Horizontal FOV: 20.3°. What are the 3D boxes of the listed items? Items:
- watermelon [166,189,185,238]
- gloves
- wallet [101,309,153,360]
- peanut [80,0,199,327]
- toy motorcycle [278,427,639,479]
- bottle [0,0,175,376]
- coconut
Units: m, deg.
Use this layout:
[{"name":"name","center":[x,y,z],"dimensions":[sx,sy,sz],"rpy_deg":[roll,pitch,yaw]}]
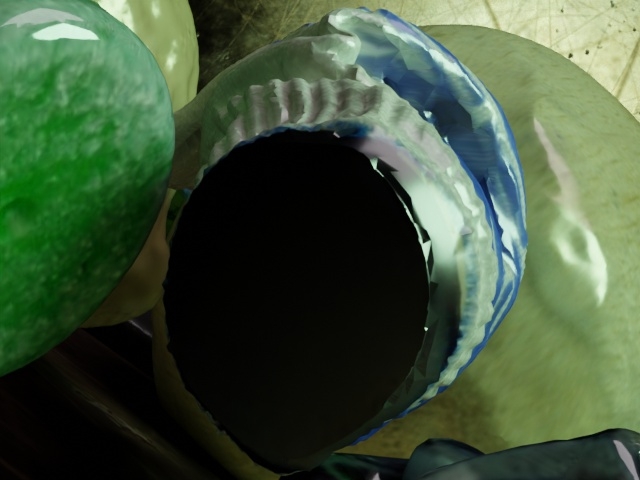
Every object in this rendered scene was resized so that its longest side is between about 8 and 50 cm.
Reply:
[{"name":"watermelon","center":[-0.130,-0.055,1.369],"dimensions":[0.232,0.127,0.204],"rpy_deg":[39,-1,8]},{"name":"gloves","center":[0.006,0.000,0.458],"dimensions":[0.097,0.119,0.229],"rpy_deg":[-4,8,-5]},{"name":"wallet","center":[-0.116,0.010,0.753],"dimensions":[0.157,0.018,0.082],"rpy_deg":[37,0,-23]},{"name":"peanut","center":[-0.101,-0.090,0.524],"dimensions":[0.123,0.124,0.256],"rpy_deg":[36,-42,51]},{"name":"toy motorcycle","center":[0.109,0.112,0.428],"dimensions":[0.270,0.106,0.159],"rpy_deg":[23,-8,8]},{"name":"bottle","center":[-0.169,-0.086,0.430],"dimensions":[0.330,0.093,0.093],"rpy_deg":[37,-1,33]},{"name":"coconut","center":[0.044,0.023,0.678],"dimensions":[0.224,0.224,0.224],"rpy_deg":[37,-1,1]}]
